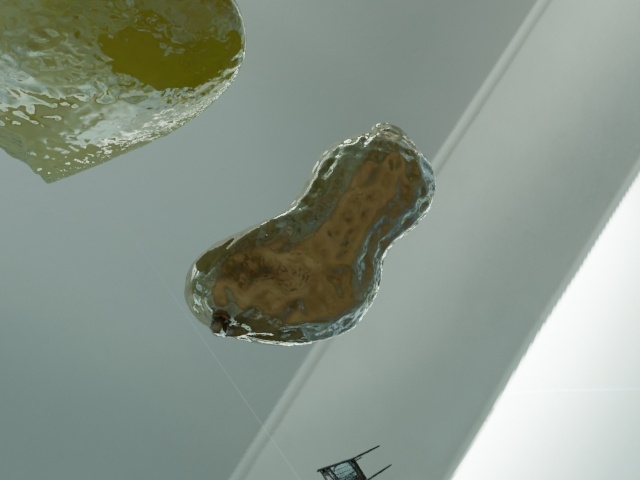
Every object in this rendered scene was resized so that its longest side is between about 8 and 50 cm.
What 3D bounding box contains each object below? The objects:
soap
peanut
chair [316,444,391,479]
[{"bbox_3d":[-0.274,-0.171,0.802,0.306,0.427,0.115,32,-130,-39],"label":"soap"},{"bbox_3d":[0.003,0.009,0.853,0.291,0.143,0.159,-41,-74,-16],"label":"peanut"},{"bbox_3d":[0.027,0.230,0.799,0.086,0.042,0.037,-12,-122,-46],"label":"chair"}]
